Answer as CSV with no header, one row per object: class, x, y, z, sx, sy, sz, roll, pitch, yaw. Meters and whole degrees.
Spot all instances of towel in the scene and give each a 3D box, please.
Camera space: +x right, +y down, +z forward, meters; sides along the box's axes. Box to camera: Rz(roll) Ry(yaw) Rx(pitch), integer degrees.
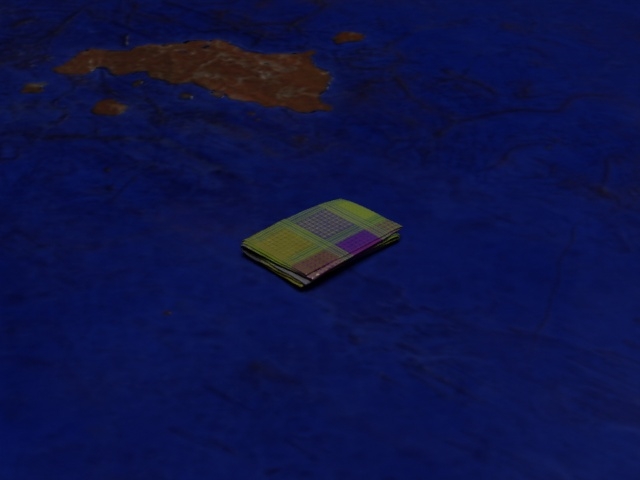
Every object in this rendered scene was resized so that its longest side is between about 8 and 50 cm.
towel,0.000,0.000,1.132,0.083,0.009,0.060,-27,40,-37
